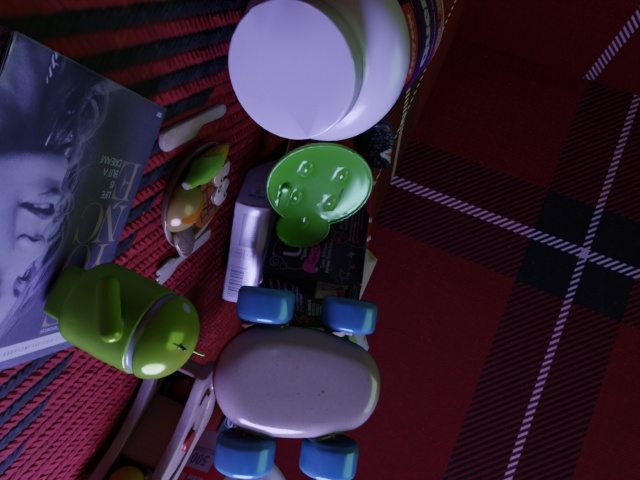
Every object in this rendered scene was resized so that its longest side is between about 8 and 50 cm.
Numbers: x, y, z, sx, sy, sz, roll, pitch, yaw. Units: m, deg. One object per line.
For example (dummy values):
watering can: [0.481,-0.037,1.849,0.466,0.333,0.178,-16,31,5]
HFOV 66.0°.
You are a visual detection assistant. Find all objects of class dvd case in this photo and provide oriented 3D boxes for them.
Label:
dvd case: [-0.190,-0.011,0.348,0.164,0.018,0.221,-4,117,-80]

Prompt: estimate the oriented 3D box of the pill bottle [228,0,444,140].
pill bottle: [0.029,-0.229,0.564,0.323,0.181,0.182,-56,165,-52]

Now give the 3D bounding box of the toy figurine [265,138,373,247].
toy figurine: [-0.015,-0.105,0.660,0.173,0.130,0.159,113,-22,-43]

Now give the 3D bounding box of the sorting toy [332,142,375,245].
sorting toy: [0.078,-0.089,1.216,0.255,0.089,0.257,-7,102,-79]

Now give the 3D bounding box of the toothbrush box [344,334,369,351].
toothbrush box: [-0.005,0.253,1.126,0.283,0.122,0.206,-51,130,-52]

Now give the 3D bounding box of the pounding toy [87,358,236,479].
pounding toy: [-0.166,0.240,0.642,0.154,0.154,0.270,105,9,-49]

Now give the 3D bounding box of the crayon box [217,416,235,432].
crayon box: [-0.106,0.369,1.244,0.323,0.083,0.203,-23,144,-60]

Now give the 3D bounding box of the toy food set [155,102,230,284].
toy food set: [-0.130,-0.044,0.540,0.132,0.038,0.192,-55,164,-53]

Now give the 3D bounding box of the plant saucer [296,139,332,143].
plant saucer: [-0.021,-0.135,0.947,0.198,0.036,0.199,22,90,-80]

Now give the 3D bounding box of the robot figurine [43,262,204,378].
robot figurine: [-0.142,0.059,0.366,0.101,0.115,0.067,74,40,-75]

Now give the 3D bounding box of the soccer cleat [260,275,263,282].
soccer cleat: [-0.118,0.069,0.898,0.083,0.029,0.036,-56,162,-68]

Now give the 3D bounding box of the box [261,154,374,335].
box: [0.000,0.000,0.780,0.163,0.142,0.247,93,6,-53]

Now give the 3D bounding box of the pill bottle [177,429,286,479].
pill bottle: [-0.225,0.523,0.747,0.408,0.229,0.229,-56,165,-50]

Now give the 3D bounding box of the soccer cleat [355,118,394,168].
soccer cleat: [0.162,-0.304,1.431,0.318,0.108,0.117,48,45,-78]

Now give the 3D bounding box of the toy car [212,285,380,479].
toy car: [-0.049,0.179,0.692,0.238,0.210,0.219,167,-69,-75]

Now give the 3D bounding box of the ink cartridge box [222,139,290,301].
ink cartridge box: [-0.096,-0.042,0.767,0.225,0.056,0.181,-86,-171,-53]

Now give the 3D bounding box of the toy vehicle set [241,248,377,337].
toy vehicle set: [-0.028,0.101,0.931,0.266,0.035,0.166,-9,-136,48]
